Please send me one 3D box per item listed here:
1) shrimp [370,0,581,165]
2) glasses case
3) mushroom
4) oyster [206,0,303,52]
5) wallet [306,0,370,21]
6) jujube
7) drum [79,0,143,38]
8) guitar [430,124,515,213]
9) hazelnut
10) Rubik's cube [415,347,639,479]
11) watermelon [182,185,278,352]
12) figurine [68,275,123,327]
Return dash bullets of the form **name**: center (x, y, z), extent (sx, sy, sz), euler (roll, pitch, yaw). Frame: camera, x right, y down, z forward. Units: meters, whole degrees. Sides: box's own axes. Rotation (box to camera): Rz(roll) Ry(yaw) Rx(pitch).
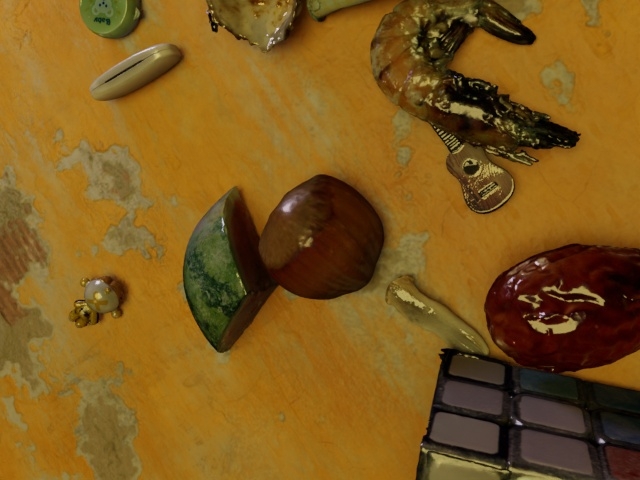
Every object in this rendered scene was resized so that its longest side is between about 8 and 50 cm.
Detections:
- **shrimp**: center (0.253, -0.270, 1.077), extent (0.365, 0.071, 0.233), euler (28, 88, 14)
- **glasses case**: center (-0.349, -0.315, 1.288), extent (0.194, 0.074, 0.049), euler (-24, 92, 21)
- **mushroom**: center (0.200, 0.135, 1.172), extent (0.202, 0.054, 0.059), euler (36, 116, 6)
- **oyster**: center (-0.161, -0.465, 1.173), extent (0.337, 0.133, 0.197), euler (35, 109, 15)
- **wallet**: center (0.100, -0.488, 1.064), extent (0.310, 0.077, 0.223), euler (-1, 97, 41)
- **jujube**: center (0.395, 0.098, 1.022), extent (0.291, 0.197, 0.197), euler (-10, 94, 4)
- **drum**: center (-0.406, -0.511, 1.295), extent (0.130, 0.049, 0.253), euler (-3, 96, 19)
- **guitar**: center (0.215, -0.164, 1.130), extent (0.084, 0.038, 0.271), euler (-38, 78, 14)
- **hazelnut**: center (0.003, 0.003, 1.151), extent (0.210, 0.186, 0.210), euler (-3, 78, 17)
- **Rubik's cube**: center (0.310, 0.407, 1.005), extent (0.364, 0.362, 0.358), euler (12, 102, 13)
- **watermelon**: center (-0.172, 0.056, 1.245), extent (0.260, 0.176, 0.256), euler (60, 149, 2)
- **figurine**: center (-0.461, 0.124, 1.390), extent (0.143, 0.068, 0.101), euler (-14, 109, 21)
